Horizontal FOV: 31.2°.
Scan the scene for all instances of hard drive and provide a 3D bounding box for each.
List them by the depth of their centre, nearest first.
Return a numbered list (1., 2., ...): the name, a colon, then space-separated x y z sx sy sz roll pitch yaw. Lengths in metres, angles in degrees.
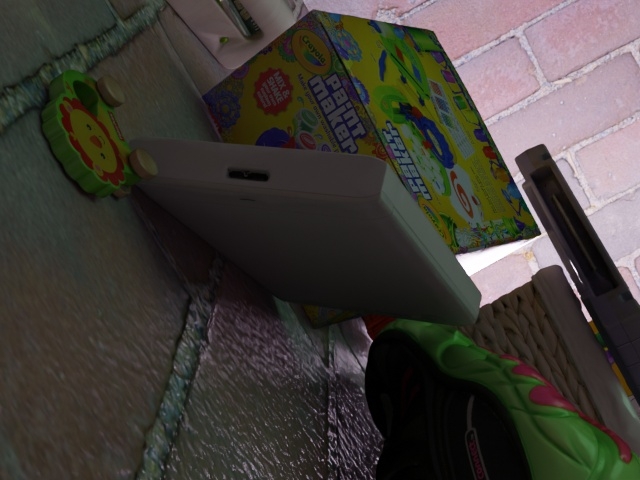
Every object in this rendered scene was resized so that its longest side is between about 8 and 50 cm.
1. hard drive: 0.000 0.000 0.933 0.307 0.203 0.040 46 55 -62

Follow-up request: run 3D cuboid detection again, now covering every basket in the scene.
1. basket: 0.281 0.268 1.449 0.331 0.266 0.328 66 10 29

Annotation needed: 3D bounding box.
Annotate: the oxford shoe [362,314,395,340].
1. oxford shoe: 0.076 0.054 1.494 0.271 0.097 0.098 53 9 -43

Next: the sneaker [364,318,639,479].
1. sneaker: 0.108 0.195 1.052 0.185 0.202 0.483 40 -5 -6

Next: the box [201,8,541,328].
1. box: 0.065 -0.083 1.296 0.279 0.177 0.289 -7 68 -58

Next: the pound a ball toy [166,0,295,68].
1. pound a ball toy: -0.150 -0.384 1.389 0.208 0.136 0.319 67 10 28

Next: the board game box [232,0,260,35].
1. board game box: -0.073 -0.317 1.975 0.259 0.030 0.136 60 7 -16

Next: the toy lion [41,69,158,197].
1. toy lion: -0.156 -0.073 0.769 0.100 0.034 0.096 65 17 18

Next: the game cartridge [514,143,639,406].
1. game cartridge: 0.349 0.059 1.435 0.230 0.068 0.355 59 10 -36

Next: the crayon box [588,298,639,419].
1. crayon box: 0.468 0.327 2.014 0.313 0.363 0.106 66 10 24
